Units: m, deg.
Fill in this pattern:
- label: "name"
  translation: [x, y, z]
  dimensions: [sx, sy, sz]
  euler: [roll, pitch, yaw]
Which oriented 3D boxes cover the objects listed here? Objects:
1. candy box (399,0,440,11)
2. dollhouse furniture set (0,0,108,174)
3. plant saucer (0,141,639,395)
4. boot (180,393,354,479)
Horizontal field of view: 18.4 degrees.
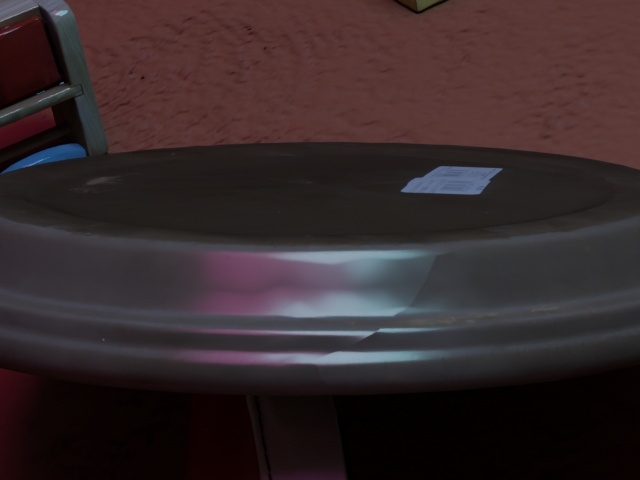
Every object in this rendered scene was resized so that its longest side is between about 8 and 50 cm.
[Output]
- label: "candy box"
  translation: [0.035, -0.187, 0.996]
  dimensions: [0.109, 0.053, 0.187]
  euler: [-28, 37, -21]
- label: "dollhouse furniture set"
  translation: [-0.165, -0.041, 0.777]
  dimensions: [0.184, 0.129, 0.129]
  euler: [-26, 38, -21]
- label: "plant saucer"
  translation: [0.000, 0.000, 0.654]
  dimensions: [0.278, 0.041, 0.278]
  euler: [0, 9, 0]
- label: "boot"
  translation: [-0.068, 0.122, 0.568]
  dimensions: [0.176, 0.088, 0.244]
  euler: [-13, 38, 1]
